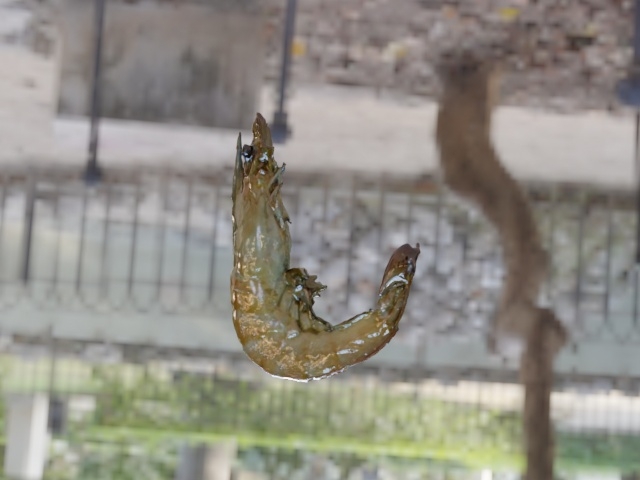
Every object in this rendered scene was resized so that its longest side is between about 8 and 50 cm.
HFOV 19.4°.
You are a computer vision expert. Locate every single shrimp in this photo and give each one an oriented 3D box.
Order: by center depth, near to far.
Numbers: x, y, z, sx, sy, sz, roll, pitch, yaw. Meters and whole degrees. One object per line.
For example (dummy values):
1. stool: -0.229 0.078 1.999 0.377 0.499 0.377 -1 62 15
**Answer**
1. shrimp: 0.000 0.000 0.770 0.083 0.114 0.023 -9 172 18
